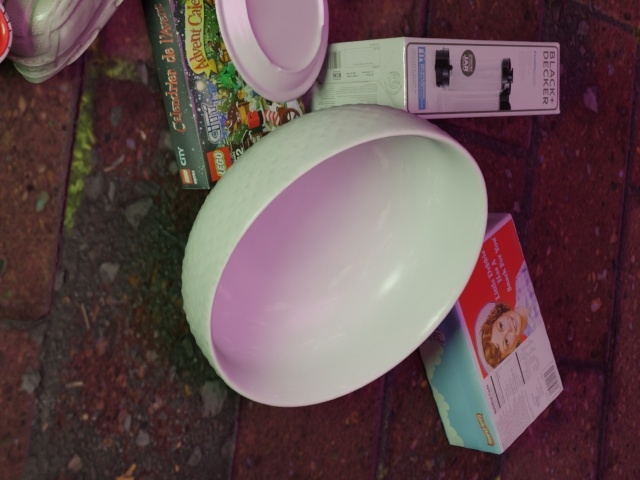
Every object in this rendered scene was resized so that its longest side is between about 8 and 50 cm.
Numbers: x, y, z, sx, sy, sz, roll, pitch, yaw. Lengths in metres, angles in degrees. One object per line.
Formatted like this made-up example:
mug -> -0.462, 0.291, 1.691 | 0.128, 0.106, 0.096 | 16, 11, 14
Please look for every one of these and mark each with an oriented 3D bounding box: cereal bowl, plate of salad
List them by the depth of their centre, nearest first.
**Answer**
plate of salad -> -0.054, -0.239, 1.416 | 0.200, 0.048, 0.199 | 5, 84, -57
cereal bowl -> 0.000, 0.000, 1.440 | 0.339, 0.141, 0.339 | -21, 132, -24

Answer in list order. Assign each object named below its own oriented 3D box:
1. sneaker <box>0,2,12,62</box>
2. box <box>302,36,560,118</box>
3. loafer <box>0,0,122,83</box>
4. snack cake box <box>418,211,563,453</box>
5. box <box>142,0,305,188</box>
sneaker -> -0.369, -0.200, 1.077 | 0.270, 0.145, 0.090 | 27, 72, -44
box -> 0.128, -0.182, 1.591 | 0.290, 0.169, 0.087 | -8, 97, -47
loafer -> -0.206, -0.285, 1.291 | 0.319, 0.112, 0.111 | -60, 166, -27
snack cake box -> 0.199, 0.113, 1.737 | 0.152, 0.089, 0.264 | -36, 117, -38
box -> -0.096, -0.185, 1.442 | 0.159, 0.044, 0.233 | -25, 109, -44
